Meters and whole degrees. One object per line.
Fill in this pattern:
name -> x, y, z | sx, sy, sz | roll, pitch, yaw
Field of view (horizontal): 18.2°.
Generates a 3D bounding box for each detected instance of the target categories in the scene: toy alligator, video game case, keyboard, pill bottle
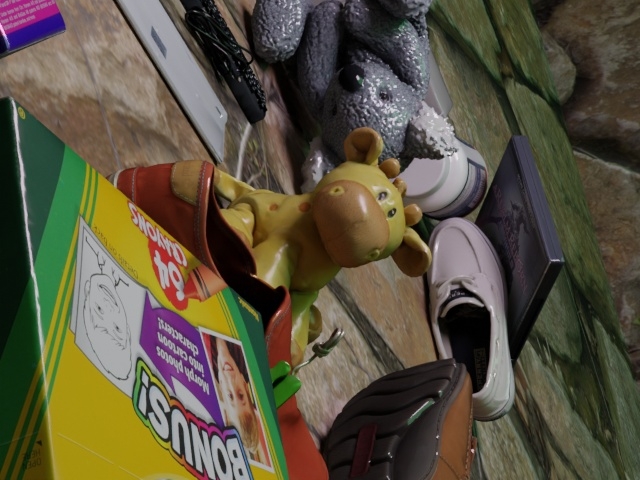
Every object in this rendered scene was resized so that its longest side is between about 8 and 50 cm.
toy alligator -> -0.057, 0.118, 1.477 | 0.051, 0.189, 0.056 | 41, -24, 2
video game case -> 0.231, 0.031, 2.469 | 0.274, 0.026, 0.196 | 107, -23, -50
keyboard -> -0.089, -0.199, 1.940 | 0.192, 0.038, 0.100 | 59, 18, -30
keyboard -> -0.145, -0.181, 1.773 | 0.256, 0.014, 0.072 | 59, 23, -34
pill bottle -> 0.134, -0.084, 2.433 | 0.180, 0.108, 0.108 | 18, 53, -71

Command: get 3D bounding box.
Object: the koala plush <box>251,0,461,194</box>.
koala plush -> 0.050, -0.147, 2.084 | 0.203, 0.196, 0.221 | 67, 8, -49

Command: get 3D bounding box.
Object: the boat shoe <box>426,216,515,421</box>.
boat shoe -> 0.172, 0.083, 2.388 | 0.088, 0.096, 0.267 | 52, 30, -60

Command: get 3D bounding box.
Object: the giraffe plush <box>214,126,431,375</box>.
giraffe plush -> 0.000, 0.000, 1.728 | 0.210, 0.170, 0.181 | -88, 153, -55

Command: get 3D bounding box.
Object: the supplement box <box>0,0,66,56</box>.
supplement box -> -0.259, -0.202, 1.200 | 0.220, 0.111, 0.114 | 67, 16, -7

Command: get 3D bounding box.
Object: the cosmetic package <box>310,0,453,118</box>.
cosmetic package -> 0.053, -0.232, 2.309 | 0.107, 0.127, 0.238 | -61, 130, -71

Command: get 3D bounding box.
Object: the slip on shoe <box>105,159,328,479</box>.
slip on shoe -> -0.063, 0.080, 1.540 | 0.123, 0.101, 0.331 | -84, 151, -63

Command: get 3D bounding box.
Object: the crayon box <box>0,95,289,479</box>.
crayon box -> -0.125, 0.133, 1.237 | 0.363, 0.106, 0.313 | 45, 29, -57

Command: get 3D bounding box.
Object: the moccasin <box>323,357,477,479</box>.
moccasin -> 0.082, 0.233, 1.772 | 0.380, 0.139, 0.147 | -78, 146, -63
